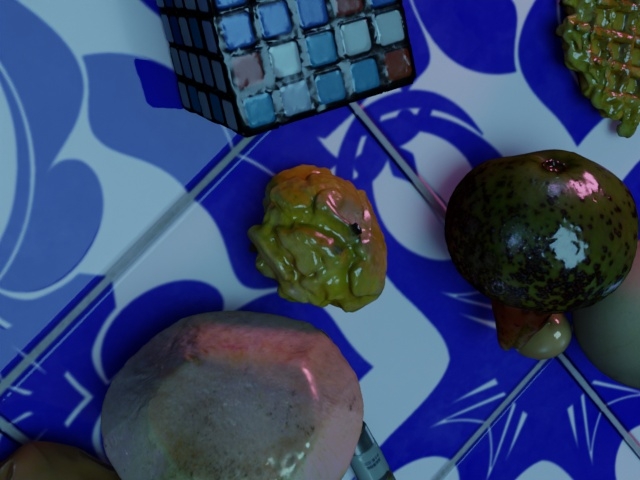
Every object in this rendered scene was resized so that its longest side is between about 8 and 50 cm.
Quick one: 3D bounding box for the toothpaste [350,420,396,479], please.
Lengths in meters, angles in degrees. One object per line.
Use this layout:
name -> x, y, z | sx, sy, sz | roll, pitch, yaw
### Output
toothpaste -> 0.082, 0.319, 1.132 | 0.062, 0.039, 0.239 | -35, 116, -20

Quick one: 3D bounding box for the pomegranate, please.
pomegranate -> 0.240, 0.019, 1.048 | 0.214, 0.214, 0.247 | -3, 121, -23

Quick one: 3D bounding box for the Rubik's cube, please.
Rubik's cube -> -0.043, -0.218, 0.863 | 0.182, 0.187, 0.184 | -20, 113, -19

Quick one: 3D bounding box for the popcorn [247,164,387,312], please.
popcorn -> 0.000, 0.000, 0.964 | 0.148, 0.152, 0.167 | -23, 89, -47

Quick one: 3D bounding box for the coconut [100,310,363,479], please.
coconut -> -0.083, 0.189, 0.921 | 0.259, 0.259, 0.259 | -6, 105, -23

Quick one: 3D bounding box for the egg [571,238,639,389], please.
egg -> 0.410, 0.090, 1.131 | 0.242, 0.186, 0.185 | 1, 104, -58

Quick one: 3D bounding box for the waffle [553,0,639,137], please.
waffle -> 0.398, -0.255, 1.119 | 0.243, 0.059, 0.237 | -39, 115, -12

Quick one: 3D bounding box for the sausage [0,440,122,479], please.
sausage -> -0.234, 0.303, 0.940 | 0.241, 0.120, 0.136 | 39, 90, -25

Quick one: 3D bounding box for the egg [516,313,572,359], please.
egg -> 0.274, 0.113, 1.140 | 0.071, 0.083, 0.071 | -4, 99, -26
